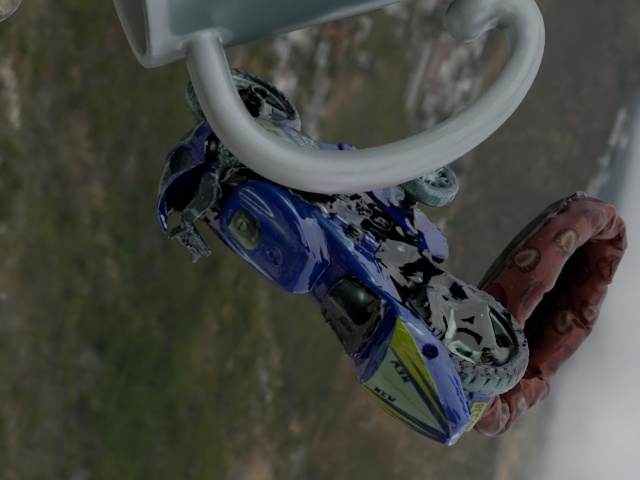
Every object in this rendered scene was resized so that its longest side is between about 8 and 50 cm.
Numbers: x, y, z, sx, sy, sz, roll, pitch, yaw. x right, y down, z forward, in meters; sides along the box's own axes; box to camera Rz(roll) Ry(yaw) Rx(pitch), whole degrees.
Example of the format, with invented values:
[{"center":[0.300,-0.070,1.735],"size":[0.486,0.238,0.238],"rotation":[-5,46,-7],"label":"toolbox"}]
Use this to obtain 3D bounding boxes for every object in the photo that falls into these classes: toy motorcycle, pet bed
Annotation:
[{"center":[0.000,0.000,1.097],"size":[0.169,0.315,0.113],"rotation":[-20,148,-50],"label":"toy motorcycle"},{"center":[0.160,0.057,1.308],"size":[0.201,0.053,0.201],"rotation":[-41,151,-30],"label":"pet bed"}]

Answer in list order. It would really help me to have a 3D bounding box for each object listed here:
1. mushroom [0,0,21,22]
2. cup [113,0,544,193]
[{"center":[-0.343,-0.290,1.472],"size":[0.350,0.128,0.128],"rotation":[60,49,-70],"label":"mushroom"},{"center":[0.015,-0.206,0.963],"size":[0.259,0.274,0.357],"rotation":[115,-42,-77],"label":"cup"}]
